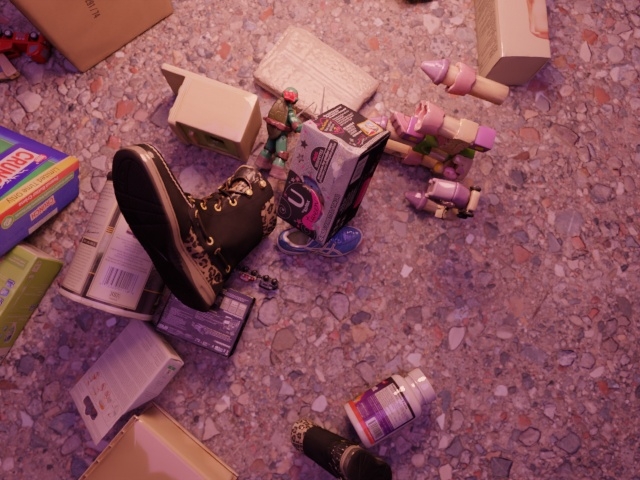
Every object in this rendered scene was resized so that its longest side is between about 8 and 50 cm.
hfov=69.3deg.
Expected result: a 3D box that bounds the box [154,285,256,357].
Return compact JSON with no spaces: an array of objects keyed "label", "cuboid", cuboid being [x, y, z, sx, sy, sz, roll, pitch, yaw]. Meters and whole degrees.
[{"label":"box","cuboid":[-0.261,0.167,1.068,0.180,0.077,0.147,21,81,0]}]

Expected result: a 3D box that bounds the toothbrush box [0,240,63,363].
[{"label":"toothbrush box","cuboid":[-0.759,0.118,1.026,0.206,0.122,0.283,27,80,2]}]

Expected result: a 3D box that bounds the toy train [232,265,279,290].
[{"label":"toy train","cuboid":[-0.176,0.082,1.113,0.158,0.027,0.036,23,92,0]}]

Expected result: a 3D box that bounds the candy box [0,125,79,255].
[{"label":"candy box","cuboid":[-0.748,-0.134,1.000,0.317,0.122,0.268,25,39,-1]}]

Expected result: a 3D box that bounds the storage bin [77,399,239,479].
[{"label":"storage bin","cuboid":[-0.365,0.541,0.985,0.262,0.123,0.260,40,82,2]}]

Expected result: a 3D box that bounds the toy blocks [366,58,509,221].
[{"label":"toy blocks","cuboid":[0.214,-0.222,1.051,0.260,0.288,0.309,18,83,-7]}]

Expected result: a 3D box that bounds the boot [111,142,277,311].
[{"label":"boot","cuboid":[-0.234,-0.071,0.956,0.138,0.377,0.284,10,42,34]}]

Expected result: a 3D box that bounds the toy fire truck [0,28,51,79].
[{"label":"toy fire truck","cuboid":[-0.779,-0.450,1.149,0.192,0.047,0.135,4,82,-3]}]

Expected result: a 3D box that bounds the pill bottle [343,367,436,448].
[{"label":"pill bottle","cuboid":[0.159,0.372,1.046,0.193,0.108,0.108,-28,84,-7]}]

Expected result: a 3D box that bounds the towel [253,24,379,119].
[{"label":"towel","cuboid":[-0.015,-0.408,1.186,0.282,0.049,0.187,36,83,2]}]

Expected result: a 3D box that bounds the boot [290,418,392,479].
[{"label":"boot","cuboid":[0.049,0.486,1.029,0.178,0.236,0.085,11,57,40]}]

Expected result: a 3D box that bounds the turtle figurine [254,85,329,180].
[{"label":"turtle figurine","cuboid":[-0.078,-0.267,1.085,0.118,0.175,0.234,15,109,-27]}]

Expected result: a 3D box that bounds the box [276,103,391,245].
[{"label":"box","cuboid":[0.022,-0.144,1.018,0.142,0.247,0.163,33,41,14]}]

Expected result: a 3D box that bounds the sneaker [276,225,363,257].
[{"label":"sneaker","cuboid":[0.000,0.000,1.107,0.211,0.081,0.080,-6,80,-6]}]

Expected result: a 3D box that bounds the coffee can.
[{"label":"coffee can","cuboid":[-0.418,0.014,1.021,0.201,0.201,0.275,19,81,0]}]

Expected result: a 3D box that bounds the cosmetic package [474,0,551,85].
[{"label":"cosmetic package","cuboid":[0.484,-0.566,1.185,0.129,0.153,0.296,0,83,-2]}]

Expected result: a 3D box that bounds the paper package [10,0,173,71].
[{"label":"paper package","cuboid":[-0.534,-0.593,1.043,0.309,0.325,0.168,-37,85,-7]}]

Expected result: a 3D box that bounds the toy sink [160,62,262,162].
[{"label":"toy sink","cuboid":[-0.273,-0.293,1.101,0.234,0.153,0.131,20,81,-1]}]

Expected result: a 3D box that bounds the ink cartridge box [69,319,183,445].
[{"label":"ink cartridge box","cuboid":[-0.422,0.298,1.006,0.181,0.056,0.225,32,81,40]}]
